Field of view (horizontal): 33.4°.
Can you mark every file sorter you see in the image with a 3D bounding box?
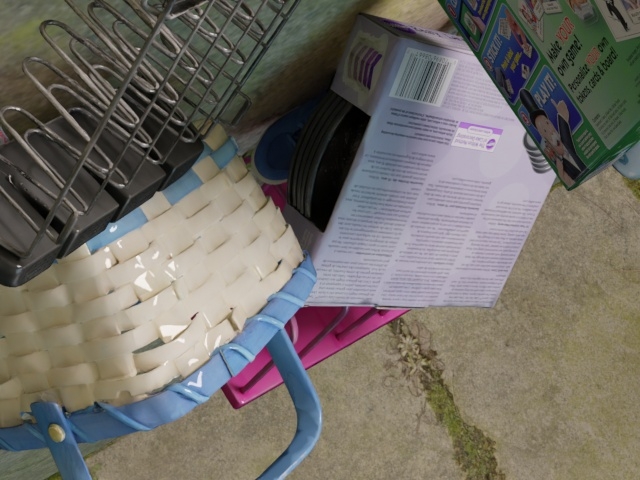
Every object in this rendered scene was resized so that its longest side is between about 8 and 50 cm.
[{"bbox_3d":[0.000,0.000,1.118,0.290,0.202,0.182,-26,167,-35],"label":"file sorter"}]

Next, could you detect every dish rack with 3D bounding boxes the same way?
[{"bbox_3d":[-0.076,-0.102,0.539,0.271,0.074,0.208,-50,178,34],"label":"dish rack"}]

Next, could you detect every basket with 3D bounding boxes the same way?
[{"bbox_3d":[-0.108,0.078,0.759,0.201,0.289,0.255,-17,-167,32],"label":"basket"}]

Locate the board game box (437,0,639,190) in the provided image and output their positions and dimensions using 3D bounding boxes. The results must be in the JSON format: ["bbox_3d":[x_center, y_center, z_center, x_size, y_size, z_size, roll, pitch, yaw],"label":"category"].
[{"bbox_3d":[0.139,-0.158,0.644,0.046,0.213,0.317,-31,172,-3],"label":"board game box"}]

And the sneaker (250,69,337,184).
[{"bbox_3d":[0.005,-0.110,0.957,0.152,0.058,0.084,-34,178,-16],"label":"sneaker"}]

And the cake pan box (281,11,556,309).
[{"bbox_3d":[0.097,-0.057,0.942,0.267,0.070,0.246,3,116,-39],"label":"cake pan box"}]

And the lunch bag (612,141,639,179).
[{"bbox_3d":[0.399,-0.200,1.313,0.176,0.219,0.090,-24,176,-33],"label":"lunch bag"}]

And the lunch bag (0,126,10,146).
[{"bbox_3d":[-0.216,-0.043,0.593,0.071,0.053,0.083,-33,-177,8],"label":"lunch bag"}]

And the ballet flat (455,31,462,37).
[{"bbox_3d":[0.202,-0.228,0.979,0.248,0.086,0.086,-36,171,16],"label":"ballet flat"}]
